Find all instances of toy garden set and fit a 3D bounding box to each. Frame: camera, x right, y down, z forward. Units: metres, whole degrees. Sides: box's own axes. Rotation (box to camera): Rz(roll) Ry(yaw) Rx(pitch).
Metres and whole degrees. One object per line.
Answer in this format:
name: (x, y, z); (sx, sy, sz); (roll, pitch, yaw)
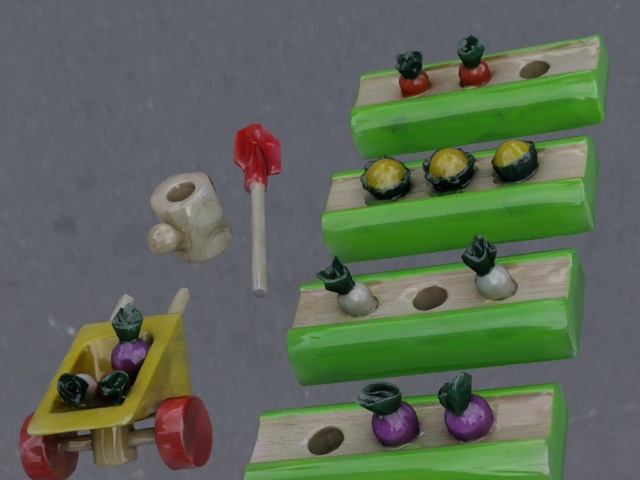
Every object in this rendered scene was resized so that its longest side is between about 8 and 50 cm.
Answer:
toy garden set: (0.000, 0.000, 0.656); (0.204, 0.049, 0.244); (-8, 39, 20)
